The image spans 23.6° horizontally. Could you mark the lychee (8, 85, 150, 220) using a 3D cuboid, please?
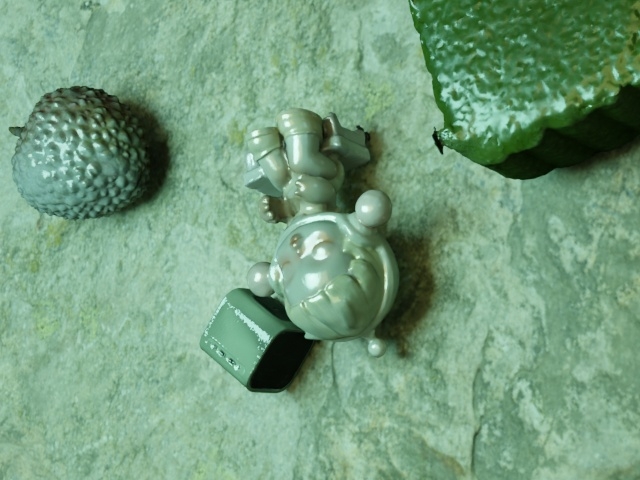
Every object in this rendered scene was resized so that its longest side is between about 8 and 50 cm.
[{"bbox_3d":[-0.289,-0.104,1.787,0.197,0.165,0.165,27,100,14],"label":"lychee"}]

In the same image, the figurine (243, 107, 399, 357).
[{"bbox_3d":[0.000,0.003,1.599,0.181,0.144,0.257,-16,71,11],"label":"figurine"}]

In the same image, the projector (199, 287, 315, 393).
[{"bbox_3d":[-0.068,0.108,1.652,0.082,0.083,0.083,38,105,32],"label":"projector"}]

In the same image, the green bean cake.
[{"bbox_3d":[0.223,-0.205,1.447,0.247,0.156,0.250,-25,70,28],"label":"green bean cake"}]
